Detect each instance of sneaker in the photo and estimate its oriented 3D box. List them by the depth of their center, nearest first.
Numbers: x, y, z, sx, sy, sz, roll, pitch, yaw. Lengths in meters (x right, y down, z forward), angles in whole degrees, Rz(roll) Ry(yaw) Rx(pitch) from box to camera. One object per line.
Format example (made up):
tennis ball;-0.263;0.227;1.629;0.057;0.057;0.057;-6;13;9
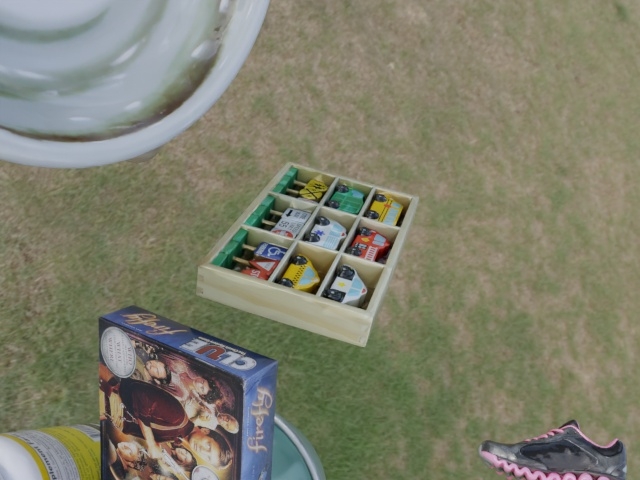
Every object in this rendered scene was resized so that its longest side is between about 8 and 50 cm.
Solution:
sneaker;0.188;0.170;0.593;0.119;0.047;0.057;10;71;9

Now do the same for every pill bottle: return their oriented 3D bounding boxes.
pill bottle;-0.267;0.230;0.658;0.208;0.119;0.119;26;56;-69

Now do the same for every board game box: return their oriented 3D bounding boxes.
board game box;-0.118;0.193;0.628;0.042;0.165;0.243;-20;119;-53

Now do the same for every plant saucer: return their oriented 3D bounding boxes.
plant saucer;-0.190;-0.254;0.515;0.400;0.100;0.401;-23;120;-48

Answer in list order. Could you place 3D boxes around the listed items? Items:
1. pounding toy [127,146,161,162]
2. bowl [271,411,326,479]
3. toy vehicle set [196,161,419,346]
pounding toy;-0.233;-0.190;0.721;0.183;0.110;0.237;23;21;-36
bowl;-0.112;0.352;1.003;0.163;0.311;0.312;16;64;-69
toy vehicle set;0.000;0.000;0.772;0.165;0.035;0.267;16;30;9
